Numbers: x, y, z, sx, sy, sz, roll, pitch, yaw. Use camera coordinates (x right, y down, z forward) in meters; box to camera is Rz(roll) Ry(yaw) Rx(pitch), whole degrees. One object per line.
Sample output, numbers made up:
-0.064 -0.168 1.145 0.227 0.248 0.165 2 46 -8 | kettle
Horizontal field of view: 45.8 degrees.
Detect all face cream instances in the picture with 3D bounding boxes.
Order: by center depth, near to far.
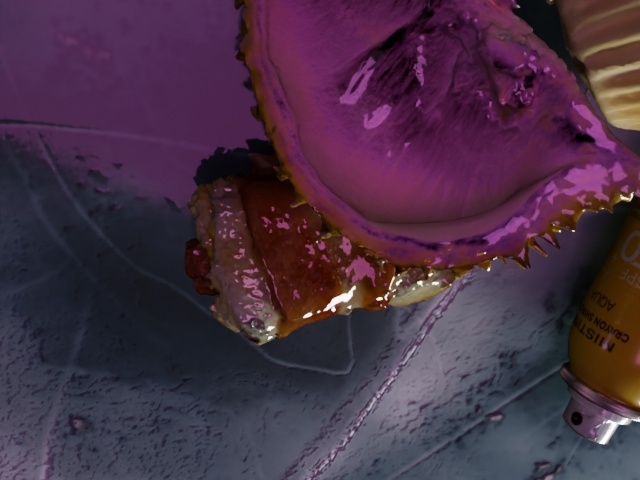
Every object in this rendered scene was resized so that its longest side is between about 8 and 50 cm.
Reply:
0.298 0.012 0.625 0.105 0.105 0.348 20 104 -12 | face cream

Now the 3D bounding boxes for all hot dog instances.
0.000 0.000 0.592 0.213 0.103 0.146 -7 87 -15 | hot dog

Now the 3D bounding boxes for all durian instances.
0.048 -0.106 0.517 0.191 0.112 0.341 -41 73 15 | durian

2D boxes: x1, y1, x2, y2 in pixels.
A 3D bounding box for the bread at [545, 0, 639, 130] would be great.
0.243 -0.259 0.441 0.183 0.236 0.388 2 97 32 | bread
